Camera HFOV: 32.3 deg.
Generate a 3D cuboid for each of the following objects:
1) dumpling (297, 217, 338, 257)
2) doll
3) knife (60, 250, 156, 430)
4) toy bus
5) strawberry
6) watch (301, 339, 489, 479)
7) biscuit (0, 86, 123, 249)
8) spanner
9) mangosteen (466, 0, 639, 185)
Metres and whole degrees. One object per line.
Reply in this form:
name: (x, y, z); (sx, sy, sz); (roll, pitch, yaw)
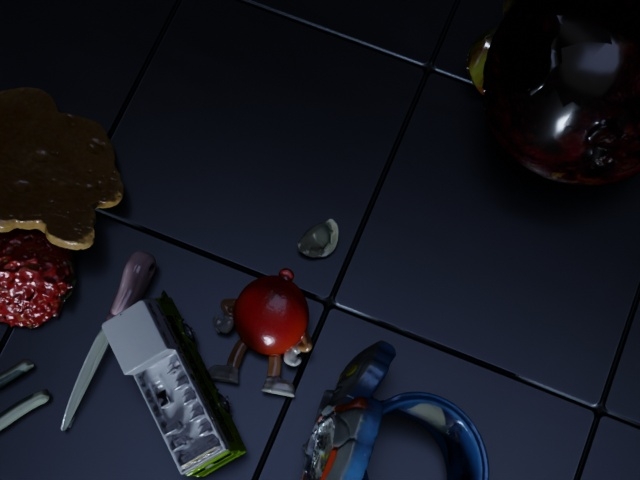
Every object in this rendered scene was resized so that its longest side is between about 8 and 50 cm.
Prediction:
dumpling: (-0.001, 0.001, 1.974); (0.077, 0.043, 0.059); (-41, 93, -28)
doll: (-0.098, 0.149, 1.905); (0.183, 0.085, 0.217); (13, 89, 8)
knife: (-0.366, 0.169, 1.894); (0.043, 0.081, 0.335); (20, 73, 9)
toy bus: (-0.240, 0.238, 1.829); (0.113, 0.139, 0.301); (-32, 76, 11)
strawberry: (-0.549, 0.054, 1.918); (0.237, 0.111, 0.190); (-3, 74, 0)
watch: (0.128, 0.333, 1.787); (0.275, 0.241, 0.305); (22, 70, -10)
biscuit: (-0.495, -0.127, 1.975); (0.269, 0.051, 0.376); (-18, 60, -24)
spanner: (-0.617, 0.316, 1.868); (0.325, 0.040, 0.095); (-30, 73, -11)
mangosteen: (0.441, -0.297, 1.909); (0.381, 0.381, 0.421); (-34, 62, -11)
